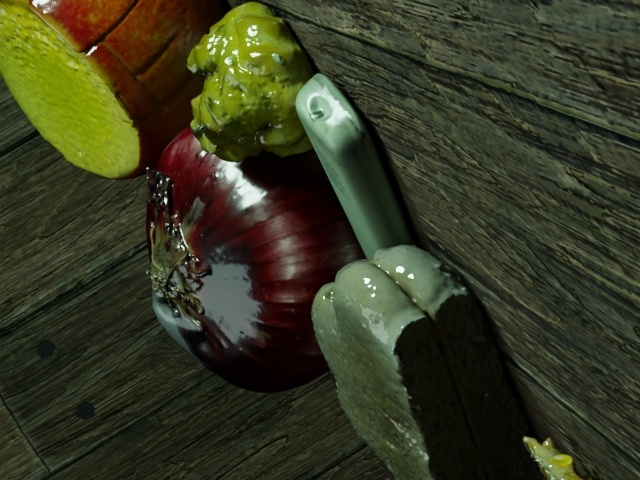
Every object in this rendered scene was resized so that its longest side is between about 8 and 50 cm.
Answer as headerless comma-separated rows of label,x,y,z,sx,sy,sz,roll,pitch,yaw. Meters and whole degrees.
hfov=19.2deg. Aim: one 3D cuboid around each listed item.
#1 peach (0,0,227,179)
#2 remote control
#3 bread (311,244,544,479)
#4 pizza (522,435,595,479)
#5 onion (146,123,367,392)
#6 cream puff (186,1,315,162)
peach,-0.216,-0.210,1.904,0.274,0.249,0.245,56,-143,-45
remote control,0.045,-0.025,1.600,0.090,0.038,0.309,52,173,37
bread,0.075,0.120,1.603,0.183,0.102,0.337,33,155,41
pizza,0.213,0.219,1.434,0.176,0.036,0.184,57,177,38
onion,-0.034,0.004,1.805,0.273,0.285,0.273,18,114,49
cream puff,-0.064,-0.128,1.624,0.146,0.116,0.146,59,179,2
